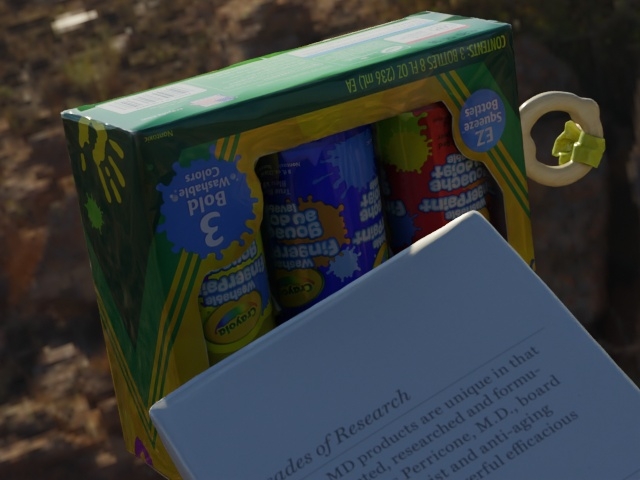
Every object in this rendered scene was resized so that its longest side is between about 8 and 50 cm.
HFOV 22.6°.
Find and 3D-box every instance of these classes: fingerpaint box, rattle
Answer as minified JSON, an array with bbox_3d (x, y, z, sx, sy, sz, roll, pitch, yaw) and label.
[{"bbox_3d":[0.000,0.000,1.630,0.445,0.371,0.163,-18,21,-29],"label":"fingerpaint box"},{"bbox_3d":[0.267,-0.138,2.139,0.199,0.130,0.143,-11,26,-4],"label":"rattle"}]

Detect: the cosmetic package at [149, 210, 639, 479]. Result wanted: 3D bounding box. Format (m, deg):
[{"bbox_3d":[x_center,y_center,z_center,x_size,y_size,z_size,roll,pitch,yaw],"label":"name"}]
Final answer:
[{"bbox_3d":[0.125,0.265,1.305,0.327,0.329,0.394,-32,50,-8],"label":"cosmetic package"}]
